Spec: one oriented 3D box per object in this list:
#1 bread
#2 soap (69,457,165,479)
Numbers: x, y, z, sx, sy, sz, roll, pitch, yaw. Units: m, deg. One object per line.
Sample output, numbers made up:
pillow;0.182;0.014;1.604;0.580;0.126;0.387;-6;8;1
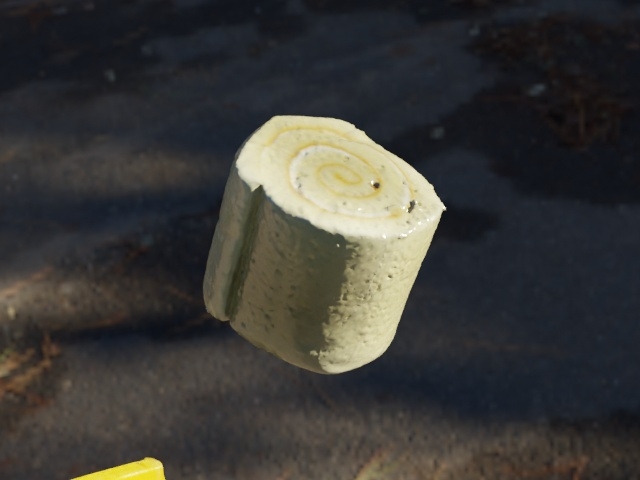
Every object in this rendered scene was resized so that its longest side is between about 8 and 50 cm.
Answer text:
bread;0.000;0.000;1.100;0.148;0.141;0.134;25;42;9
soap;-0.255;0.323;1.439;0.096;0.204;0.324;37;14;20
